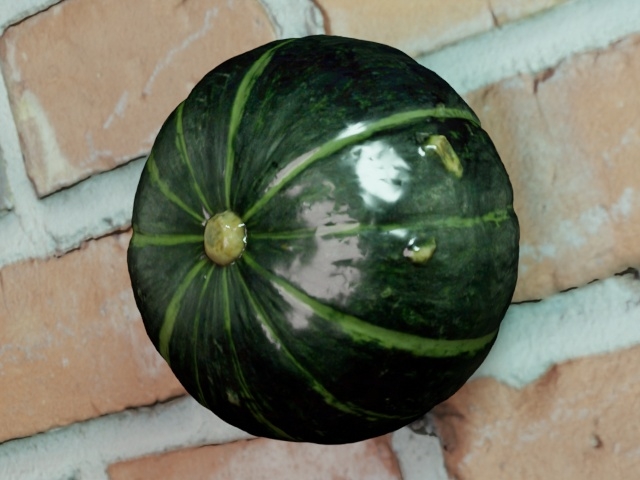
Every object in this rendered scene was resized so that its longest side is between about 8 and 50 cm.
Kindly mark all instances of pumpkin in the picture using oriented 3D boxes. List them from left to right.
[{"bbox_3d":[0.000,0.000,1.312,0.323,0.241,0.323,7,102,37],"label":"pumpkin"}]
